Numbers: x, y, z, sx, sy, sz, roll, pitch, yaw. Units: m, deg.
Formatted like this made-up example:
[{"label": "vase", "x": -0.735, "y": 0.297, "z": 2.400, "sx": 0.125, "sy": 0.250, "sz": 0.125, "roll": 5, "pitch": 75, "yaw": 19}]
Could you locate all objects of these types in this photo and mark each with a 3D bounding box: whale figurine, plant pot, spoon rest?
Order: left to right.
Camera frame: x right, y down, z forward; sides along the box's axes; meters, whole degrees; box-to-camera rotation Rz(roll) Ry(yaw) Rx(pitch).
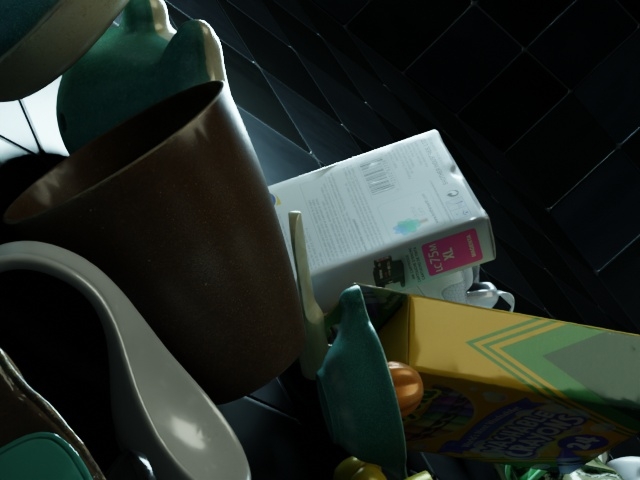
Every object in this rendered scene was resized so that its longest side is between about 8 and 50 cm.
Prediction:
[{"label": "spoon rest", "x": -0.150, "y": 0.098, "z": 1.097, "sx": 0.276, "sy": 0.084, "sz": 0.137, "roll": 42, "pitch": 15, "yaw": -12}, {"label": "whale figurine", "x": -0.171, "y": -0.132, "z": 1.394, "sx": 0.272, "sy": 0.141, "sz": 0.216, "roll": 171, "pitch": -92, "yaw": -68}, {"label": "plant pot", "x": -0.115, "y": 0.018, "z": 1.230, "sx": 0.230, "sy": 0.215, "sz": 0.215, "roll": 59, "pitch": 11, "yaw": -16}]

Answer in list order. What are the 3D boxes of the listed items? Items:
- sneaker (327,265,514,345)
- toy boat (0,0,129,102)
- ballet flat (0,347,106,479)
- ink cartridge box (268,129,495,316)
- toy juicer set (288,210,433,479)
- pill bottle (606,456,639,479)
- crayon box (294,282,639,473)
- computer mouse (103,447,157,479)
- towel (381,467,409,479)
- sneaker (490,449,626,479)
[{"label": "sneaker", "x": 0.039, "y": 0.015, "z": 1.593, "sx": 0.366, "sy": 0.210, "sz": 0.137, "roll": 48, "pitch": 14, "yaw": 8}, {"label": "toy boat", "x": -0.301, "y": -0.263, "z": 1.437, "sx": 0.148, "sy": 0.267, "sz": 0.318, "roll": 42, "pitch": -16, "yaw": -28}, {"label": "ballet flat", "x": -0.191, "y": 0.133, "z": 0.856, "sx": 0.316, "sy": 0.108, "sz": 0.106, "roll": 59, "pitch": -12, "yaw": 22}, {"label": "ink cartridge box", "x": 0.000, "y": 0.000, "z": 1.445, "sx": 0.186, "sy": 0.311, "sz": 0.065, "roll": -110, "pitch": -176, "yaw": -57}, {"label": "toy juicer set", "x": 0.046, "y": 0.153, "z": 1.291, "sx": 0.209, "sy": 0.090, "sz": 0.329, "roll": 88, "pitch": -14, "yaw": -58}, {"label": "pill bottle", "x": 0.452, "y": 0.392, "z": 1.843, "sx": 0.283, "sy": 0.161, "sz": 0.161, "roll": 34, "pitch": 19, "yaw": -42}, {"label": "crayon box", "x": 0.148, "y": 0.143, "z": 1.415, "sx": 0.323, "sy": 0.203, "sz": 0.083, "roll": 11, "pitch": 61, "yaw": -15}, {"label": "computer mouse", "x": -0.099, "y": 0.215, "z": 0.840, "sx": 0.184, "sy": 0.060, "sz": 0.262, "roll": 96, "pitch": -25, "yaw": -48}, {"label": "towel", "x": 0.064, "y": 0.230, "z": 1.488, "sx": 0.083, "sy": 0.009, "sz": 0.060, "roll": 31, "pitch": 22, "yaw": -43}, {"label": "sneaker", "x": 0.242, "y": 0.251, "z": 1.661, "sx": 0.182, "sy": 0.158, "sz": 0.410, "roll": 46, "pitch": 6, "yaw": -8}]
